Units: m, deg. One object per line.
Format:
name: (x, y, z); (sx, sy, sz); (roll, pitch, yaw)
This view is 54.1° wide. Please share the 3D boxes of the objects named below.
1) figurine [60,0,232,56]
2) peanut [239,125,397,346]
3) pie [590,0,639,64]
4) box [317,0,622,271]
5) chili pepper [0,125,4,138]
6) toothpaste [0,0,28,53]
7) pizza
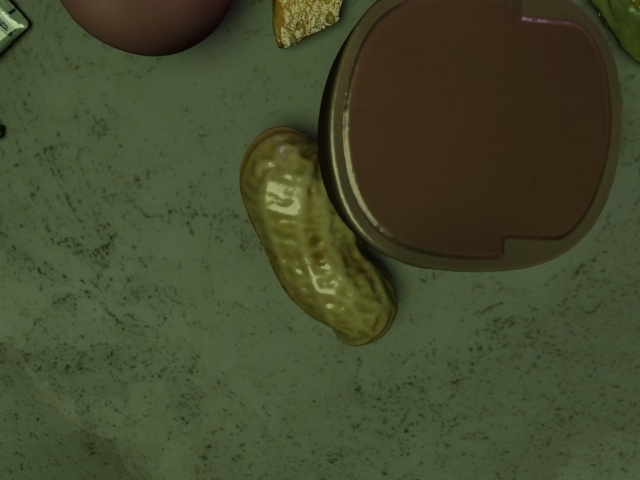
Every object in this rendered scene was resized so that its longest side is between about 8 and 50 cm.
figurine: (-0.190, -0.327, 0.727); (0.262, 0.269, 0.211); (-7, 112, 26)
peanut: (0.000, 0.000, 0.841); (0.153, 0.140, 0.325); (-32, 104, -4)
pie: (0.425, -0.315, 0.655); (0.307, 0.071, 0.306); (5, 110, 14)
box: (0.136, -0.115, 0.680); (0.301, 0.216, 0.300); (-1, 96, -7)
chili pepper: (-0.554, -0.172, 0.982); (0.118, 0.035, 0.055); (-12, 88, 14)
toothpaste: (-0.526, -0.265, 0.940); (0.239, 0.039, 0.062); (-38, 100, 21)
pizza: (-0.012, -0.318, 0.787); (0.099, 0.036, 0.159); (15, 112, 10)
